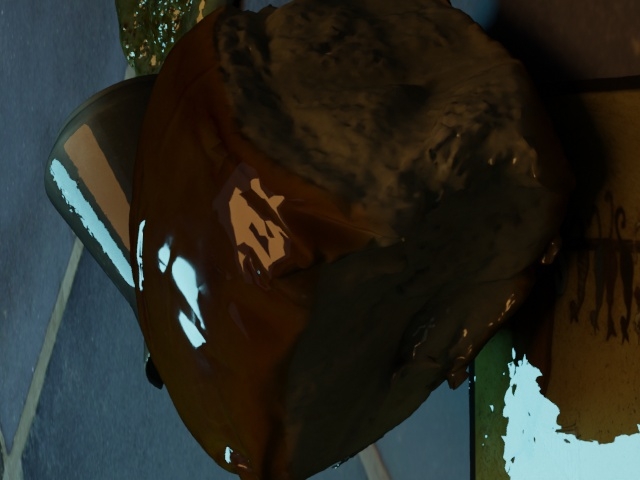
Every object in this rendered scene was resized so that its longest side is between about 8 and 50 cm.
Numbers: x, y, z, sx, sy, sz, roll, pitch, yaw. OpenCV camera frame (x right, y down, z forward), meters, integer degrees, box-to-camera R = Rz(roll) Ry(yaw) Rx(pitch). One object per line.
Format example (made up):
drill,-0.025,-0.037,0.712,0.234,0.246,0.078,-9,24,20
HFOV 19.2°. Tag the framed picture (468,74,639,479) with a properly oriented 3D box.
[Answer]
framed picture,0.154,0.074,1.117,0.255,0.014,0.339,-174,83,-64

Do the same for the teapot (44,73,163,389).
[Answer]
teapot,-0.103,-0.013,1.512,0.203,0.171,0.225,-38,60,23

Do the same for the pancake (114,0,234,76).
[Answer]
pancake,-0.133,-0.238,1.671,0.253,0.037,0.254,178,90,-65

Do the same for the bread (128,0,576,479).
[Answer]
bread,0.000,0.000,1.159,0.250,0.225,0.279,-122,35,-48
